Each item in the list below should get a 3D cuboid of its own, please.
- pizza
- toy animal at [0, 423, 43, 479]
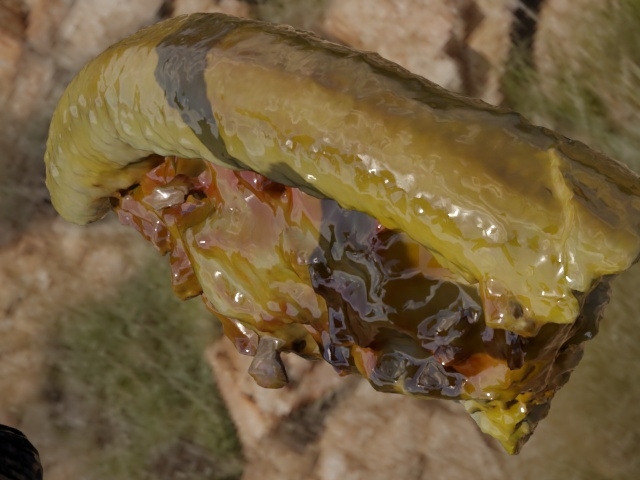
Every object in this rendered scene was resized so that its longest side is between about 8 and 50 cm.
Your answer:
[{"bbox_3d":[-0.004,-0.005,0.493,0.056,0.134,0.271,-40,38,-25],"label":"pizza"},{"bbox_3d":[-0.119,0.044,0.394,0.062,0.108,0.220,-15,49,26],"label":"toy animal"}]
